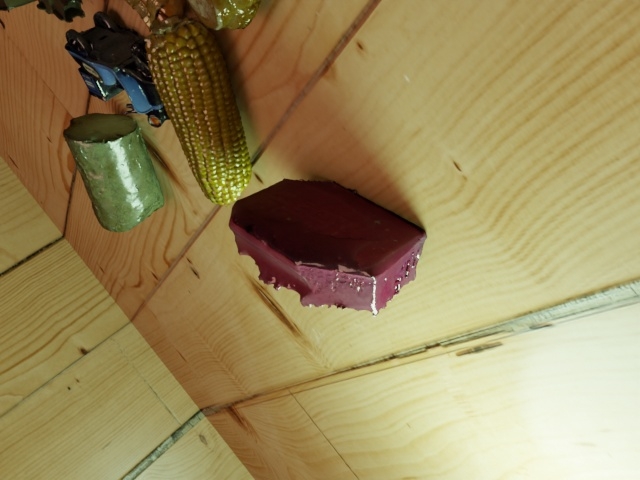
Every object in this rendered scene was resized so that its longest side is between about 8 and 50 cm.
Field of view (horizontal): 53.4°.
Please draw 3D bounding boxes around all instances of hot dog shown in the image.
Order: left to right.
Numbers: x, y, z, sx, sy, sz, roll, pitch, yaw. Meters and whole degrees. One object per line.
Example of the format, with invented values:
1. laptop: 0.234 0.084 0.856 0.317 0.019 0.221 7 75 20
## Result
1. hot dog: -0.346 -0.499 1.188 0.270 0.072 0.109 52 147 -3

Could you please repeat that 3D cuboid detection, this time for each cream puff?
1. cream puff: -0.154 -0.408 0.980 0.150 0.115 0.165 33 155 41

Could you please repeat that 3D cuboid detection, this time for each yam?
1. yam: -0.527 -0.177 1.660 0.195 0.195 0.300 27 141 36

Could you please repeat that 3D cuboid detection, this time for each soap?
1. soap: 0.000 0.000 1.118 0.324 0.220 0.127 29 134 34

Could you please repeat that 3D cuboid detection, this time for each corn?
1. corn: -0.223 -0.246 1.230 0.143 0.144 0.387 24 145 38

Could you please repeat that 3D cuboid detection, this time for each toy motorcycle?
1. toy motorcycle: -0.418 -0.365 1.386 0.358 0.125 0.213 29 151 36

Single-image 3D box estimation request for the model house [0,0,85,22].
1. model house: -0.559 -0.547 1.275 0.243 0.211 0.204 47 151 18
